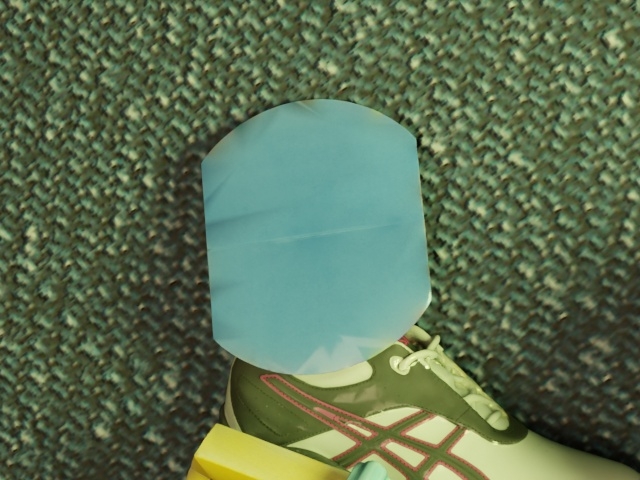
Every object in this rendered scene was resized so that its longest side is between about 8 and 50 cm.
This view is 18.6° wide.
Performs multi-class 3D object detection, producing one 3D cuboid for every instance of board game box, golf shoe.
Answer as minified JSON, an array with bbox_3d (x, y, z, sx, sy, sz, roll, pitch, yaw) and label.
[{"bbox_3d":[0.000,0.000,1.169,0.133,0.033,0.168,-9,74,12],"label":"board game box"},{"bbox_3d":[0.068,0.116,1.159,0.273,0.105,0.120,9,100,14],"label":"golf shoe"}]

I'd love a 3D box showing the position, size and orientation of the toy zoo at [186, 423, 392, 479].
[{"bbox_3d":[-0.004,0.219,1.170,0.192,0.030,0.293,27,137,8],"label":"toy zoo"}]
